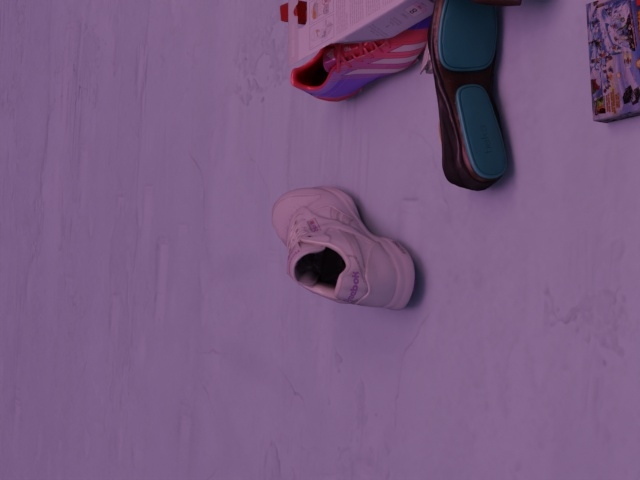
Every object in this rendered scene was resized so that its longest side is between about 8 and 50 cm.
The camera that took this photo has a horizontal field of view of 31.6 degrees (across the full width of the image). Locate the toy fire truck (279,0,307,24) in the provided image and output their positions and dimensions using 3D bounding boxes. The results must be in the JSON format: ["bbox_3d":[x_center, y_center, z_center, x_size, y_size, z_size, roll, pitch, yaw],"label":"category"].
[{"bbox_3d":[0.014,-0.398,1.670,0.192,0.047,0.135,-4,86,52],"label":"toy fire truck"}]

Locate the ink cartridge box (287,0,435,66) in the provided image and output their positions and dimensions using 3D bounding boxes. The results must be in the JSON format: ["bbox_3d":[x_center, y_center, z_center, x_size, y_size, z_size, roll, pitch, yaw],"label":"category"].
[{"bbox_3d":[0.058,-0.346,1.531,0.232,0.066,0.189,-27,51,40],"label":"ink cartridge box"}]

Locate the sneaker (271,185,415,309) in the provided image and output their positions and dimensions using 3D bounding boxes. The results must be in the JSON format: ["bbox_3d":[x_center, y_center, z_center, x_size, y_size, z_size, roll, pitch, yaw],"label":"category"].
[{"bbox_3d":[0.000,0.000,1.584,0.305,0.152,0.114,35,118,49],"label":"sneaker"}]

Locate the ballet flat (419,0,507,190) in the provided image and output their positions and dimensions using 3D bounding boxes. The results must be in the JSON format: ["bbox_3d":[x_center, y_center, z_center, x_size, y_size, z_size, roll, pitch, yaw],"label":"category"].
[{"bbox_3d":[0.170,-0.199,1.423,0.096,0.095,0.281,165,104,-64],"label":"ballet flat"}]

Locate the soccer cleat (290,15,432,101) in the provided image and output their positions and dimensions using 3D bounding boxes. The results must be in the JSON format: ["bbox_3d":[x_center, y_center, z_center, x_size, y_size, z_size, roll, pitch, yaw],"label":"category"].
[{"bbox_3d":[0.059,-0.261,1.565,0.248,0.095,0.083,-28,67,49],"label":"soccer cleat"}]

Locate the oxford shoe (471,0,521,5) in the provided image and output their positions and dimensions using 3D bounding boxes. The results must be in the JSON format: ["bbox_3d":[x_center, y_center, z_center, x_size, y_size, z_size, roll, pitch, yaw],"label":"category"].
[{"bbox_3d":[0.240,-0.452,1.345,0.130,0.132,0.364,-16,-55,-84],"label":"oxford shoe"}]

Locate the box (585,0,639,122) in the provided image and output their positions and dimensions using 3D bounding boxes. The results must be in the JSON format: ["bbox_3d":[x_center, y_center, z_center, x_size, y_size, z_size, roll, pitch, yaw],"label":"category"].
[{"bbox_3d":[0.340,-0.205,1.248,0.094,0.027,0.137,-9,81,54],"label":"box"}]
